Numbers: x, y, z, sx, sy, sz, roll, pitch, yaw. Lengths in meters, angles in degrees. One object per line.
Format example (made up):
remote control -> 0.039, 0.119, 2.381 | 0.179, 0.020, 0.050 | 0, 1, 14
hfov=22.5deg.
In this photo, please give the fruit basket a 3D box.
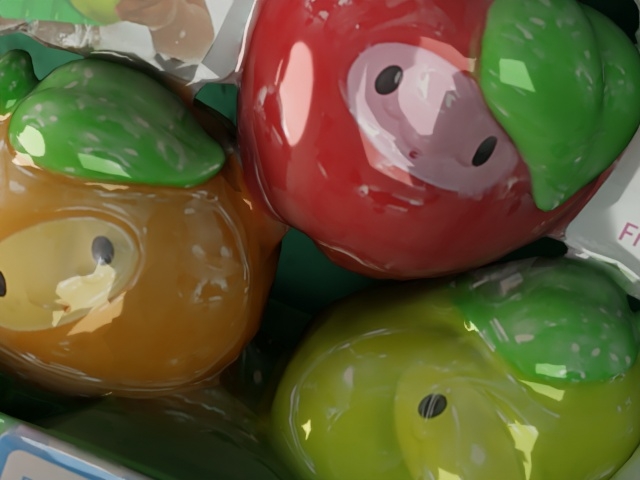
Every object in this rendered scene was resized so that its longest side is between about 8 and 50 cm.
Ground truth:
fruit basket -> 0.000, 0.000, 0.499 | 0.327, 0.165, 0.353 | 24, 118, -2
